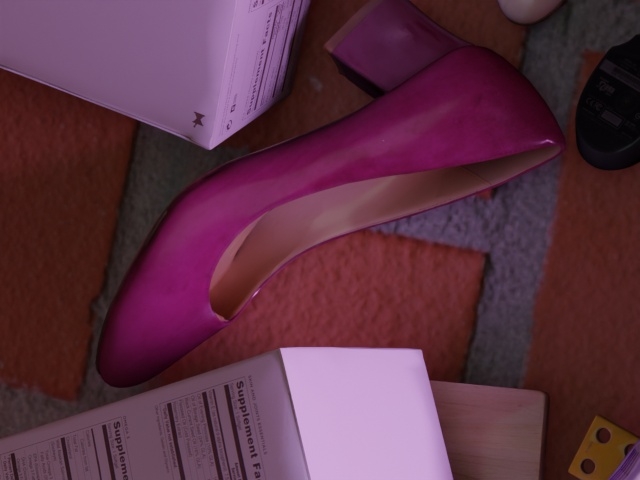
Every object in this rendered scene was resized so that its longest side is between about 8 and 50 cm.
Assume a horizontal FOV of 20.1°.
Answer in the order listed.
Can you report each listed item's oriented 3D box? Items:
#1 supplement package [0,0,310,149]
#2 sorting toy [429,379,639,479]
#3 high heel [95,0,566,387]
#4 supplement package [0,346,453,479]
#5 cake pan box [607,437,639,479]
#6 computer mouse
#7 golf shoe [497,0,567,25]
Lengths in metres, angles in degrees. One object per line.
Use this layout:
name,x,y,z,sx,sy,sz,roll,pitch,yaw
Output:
supplement package,-0.146,-0.220,1.345,0.262,0.145,0.204,21,120,16
sorting toy,0.113,0.171,1.327,0.274,0.046,0.132,3,88,26
high heel,0.000,0.000,1.334,0.181,0.127,0.377,42,97,21
supplement package,-0.062,0.202,1.270,0.262,0.199,0.198,-19,77,29
cake pan box,0.353,0.158,1.217,0.267,0.070,0.246,38,91,-1
computer mouse,0.270,-0.151,1.319,0.071,0.041,0.242,40,93,31
golf shoe,0.173,-0.248,1.323,0.067,0.086,0.186,24,95,15
